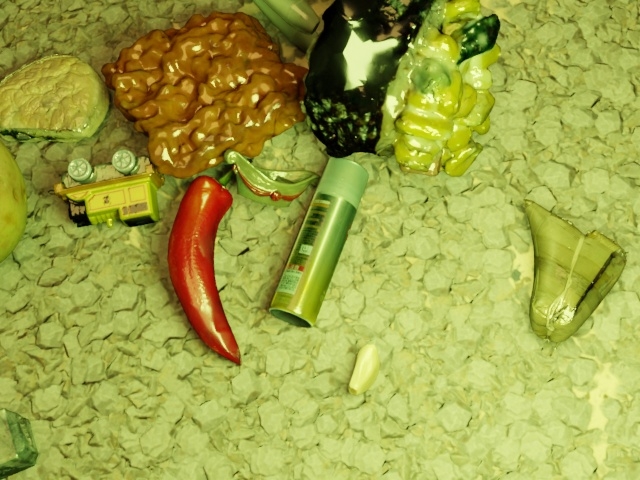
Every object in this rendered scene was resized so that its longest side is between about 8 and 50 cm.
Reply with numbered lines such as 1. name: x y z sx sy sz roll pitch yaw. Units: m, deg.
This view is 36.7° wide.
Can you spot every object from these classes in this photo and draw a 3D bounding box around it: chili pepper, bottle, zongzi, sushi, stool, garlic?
1. chili pepper: -0.189 0.024 1.618 0.137 0.092 0.368 10 70 -22
2. bottle: 0.000 0.000 1.601 0.082 0.082 0.286 17 71 12
3. zongzi: 0.362 0.044 1.537 0.197 0.099 0.194 36 69 15
4. sushi: 0.153 -0.281 1.573 0.285 0.329 0.328 22 61 15
5. stool: -0.047 -0.465 1.705 0.198 0.195 0.195 35 88 5
6. garlic: 0.068 0.209 1.526 0.041 0.053 0.083 19 65 14

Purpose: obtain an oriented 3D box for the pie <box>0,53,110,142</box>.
1. pie: -0.494 -0.264 1.770 0.218 0.052 0.185 3 70 9

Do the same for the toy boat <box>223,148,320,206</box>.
1. toy boat: -0.086 -0.101 1.638 0.089 0.185 0.071 40 113 57

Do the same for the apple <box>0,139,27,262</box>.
1. apple: -0.658 -0.071 1.583 0.338 0.305 0.338 -5 73 17

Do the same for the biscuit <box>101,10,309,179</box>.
1. biscuit: -0.197 -0.270 1.697 0.318 0.110 0.312 -30 59 -10

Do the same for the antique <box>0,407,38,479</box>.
1. antique: -0.542 0.338 1.514 0.183 0.088 0.086 -22 69 -3

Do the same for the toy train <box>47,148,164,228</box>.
1. toy train: -0.361 -0.081 1.667 0.219 0.089 0.127 -11 78 0
